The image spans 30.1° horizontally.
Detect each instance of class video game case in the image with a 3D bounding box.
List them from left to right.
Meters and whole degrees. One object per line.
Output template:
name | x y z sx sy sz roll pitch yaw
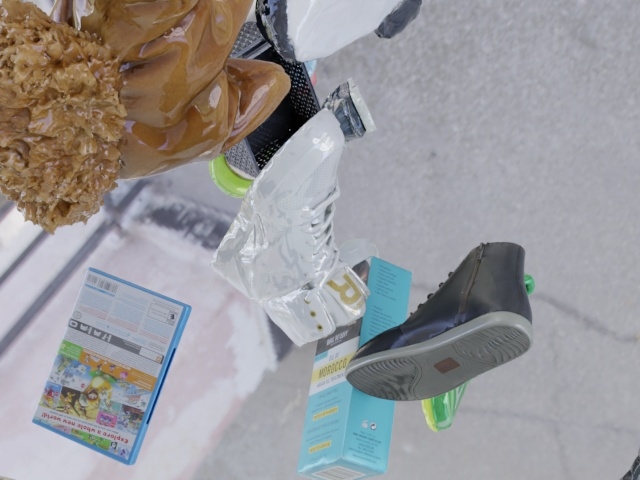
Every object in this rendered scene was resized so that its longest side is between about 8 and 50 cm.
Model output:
video game case | -0.208 0.124 1.181 0.119 0.166 0.015 20 178 18

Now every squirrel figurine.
squirrel figurine | -0.216 -0.202 1.212 0.281 0.397 0.370 41 159 4

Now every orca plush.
orca plush | 0.036 -0.252 0.848 0.102 0.287 0.151 32 177 31

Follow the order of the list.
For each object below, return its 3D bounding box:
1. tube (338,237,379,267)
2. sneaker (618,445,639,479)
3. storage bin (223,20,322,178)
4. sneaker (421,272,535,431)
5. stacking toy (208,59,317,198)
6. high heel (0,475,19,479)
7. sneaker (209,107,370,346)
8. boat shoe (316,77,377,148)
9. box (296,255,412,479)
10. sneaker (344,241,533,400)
tube | 0.073 0.079 1.767 0.062 0.070 0.240 58 173 31
sneaker | 0.435 0.278 1.406 0.139 0.125 0.341 35 117 19
storage bin | -0.078 -0.179 1.555 0.084 0.122 0.180 30 150 46
sneaker | 0.231 0.147 1.750 0.123 0.296 0.109 16 153 24
stacking toy | -0.112 -0.240 2.176 0.280 0.309 0.130 61 163 -7
high heel | -0.274 0.359 1.166 0.093 0.186 0.261 -16 128 42
sneaker | 0.000 0.000 1.223 0.169 0.108 0.292 44 146 8
boat shoe | 0.034 -0.188 1.823 0.254 0.079 0.095 -104 -9 -76
box | 0.039 0.148 1.349 0.060 0.244 0.100 23 150 -25
sneaker | 0.126 0.087 1.241 0.222 0.118 0.083 -23 129 32
